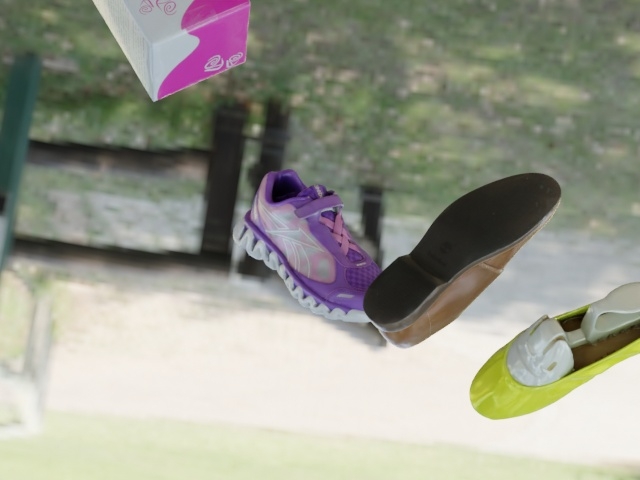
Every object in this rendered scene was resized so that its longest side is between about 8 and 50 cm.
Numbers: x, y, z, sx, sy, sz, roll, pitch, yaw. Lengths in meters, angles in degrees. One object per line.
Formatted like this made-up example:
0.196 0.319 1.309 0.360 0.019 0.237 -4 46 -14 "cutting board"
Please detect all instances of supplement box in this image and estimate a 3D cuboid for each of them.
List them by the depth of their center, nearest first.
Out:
-0.170 -0.269 1.689 0.111 0.220 0.114 -25 157 -16 "supplement box"

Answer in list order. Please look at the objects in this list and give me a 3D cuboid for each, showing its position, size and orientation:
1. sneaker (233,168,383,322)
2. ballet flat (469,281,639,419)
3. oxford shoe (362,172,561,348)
0.000 0.000 1.787 0.095 0.105 0.236 -7 -146 -42 "sneaker"
0.233 0.085 1.504 0.231 0.077 0.077 -24 148 3 "ballet flat"
0.134 0.018 1.533 0.076 0.212 0.076 49 175 40 "oxford shoe"
